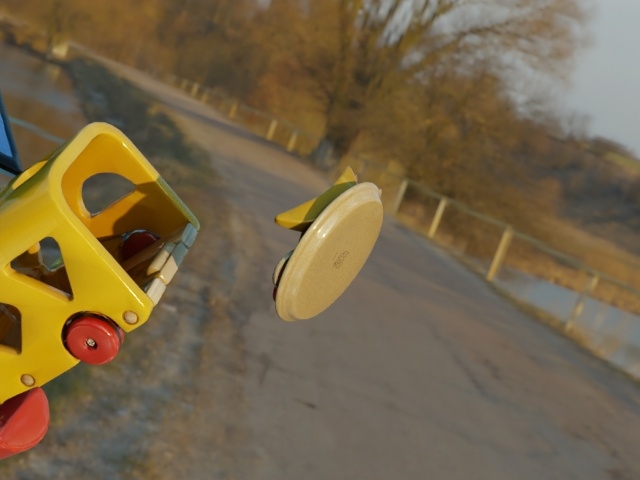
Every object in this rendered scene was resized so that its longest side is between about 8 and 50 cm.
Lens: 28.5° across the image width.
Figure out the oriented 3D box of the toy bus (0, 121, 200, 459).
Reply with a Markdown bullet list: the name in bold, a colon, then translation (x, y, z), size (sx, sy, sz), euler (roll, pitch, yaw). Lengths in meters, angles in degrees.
- **toy bus**: translation (-0.165, 0.022, 0.665), size (0.104, 0.202, 0.191), euler (51, -18, -17)

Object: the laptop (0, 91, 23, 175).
- **laptop**: translation (-0.246, -0.209, 0.726), size (0.136, 0.264, 0.234), euler (11, -15, 46)

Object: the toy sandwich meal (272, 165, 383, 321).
- **toy sandwich meal**: translation (0.000, 0.000, 0.598), size (0.029, 0.086, 0.085), euler (35, 10, 21)
